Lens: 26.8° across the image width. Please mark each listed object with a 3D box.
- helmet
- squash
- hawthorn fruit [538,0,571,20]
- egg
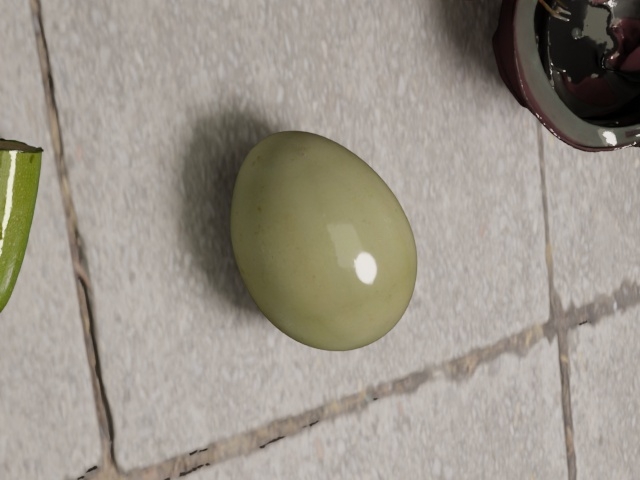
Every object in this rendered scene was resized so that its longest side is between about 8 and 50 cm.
[{"bbox_3d":[0.330,-0.253,1.633,0.338,0.197,0.271,-34,107,-16],"label":"helmet"},{"bbox_3d":[-0.318,-0.003,1.271,0.095,0.095,0.188,3,99,-36],"label":"squash"},{"bbox_3d":[0.173,-0.352,1.457,0.211,0.211,0.299,-32,86,-28],"label":"hawthorn fruit"},{"bbox_3d":[0.000,0.000,1.438,0.188,0.188,0.254,-35,108,-27],"label":"egg"}]
